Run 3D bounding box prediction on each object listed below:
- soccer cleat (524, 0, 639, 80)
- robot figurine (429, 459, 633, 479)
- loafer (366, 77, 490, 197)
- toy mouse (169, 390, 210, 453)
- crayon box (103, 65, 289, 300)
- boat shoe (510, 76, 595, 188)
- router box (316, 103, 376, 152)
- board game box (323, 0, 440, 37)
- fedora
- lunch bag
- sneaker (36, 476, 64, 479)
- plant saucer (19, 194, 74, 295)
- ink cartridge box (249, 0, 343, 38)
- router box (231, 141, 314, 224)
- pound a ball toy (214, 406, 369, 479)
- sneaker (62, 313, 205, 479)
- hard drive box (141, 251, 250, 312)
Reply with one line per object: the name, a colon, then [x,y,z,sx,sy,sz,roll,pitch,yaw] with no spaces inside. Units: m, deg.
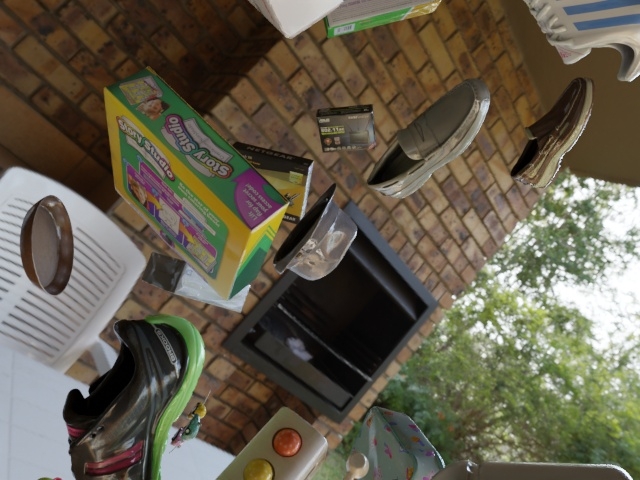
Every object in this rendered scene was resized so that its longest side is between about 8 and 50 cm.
soccer cleat: [0.381,-0.367,0.744,0.331,0.143,0.116,32,29,8]
robot figurine: [0.269,0.381,0.586,0.300,0.354,0.199,-4,87,-69]
loafer: [0.211,-0.198,0.980,0.112,0.319,0.112,1,54,-32]
toy mouse: [-0.320,0.460,1.152,0.031,0.161,0.143,39,25,-10]
crayon box: [-0.251,-0.090,0.929,0.363,0.106,0.313,44,-33,8]
boat shoe: [0.497,-0.232,1.047,0.095,0.257,0.095,11,34,-2]
router box: [0.058,-0.244,1.048,0.038,0.123,0.092,-82,165,-47]
board game box: [0.094,-0.615,0.994,0.064,0.243,0.316,-99,176,-85]
fedora: [0.000,0.000,1.220,0.124,0.275,0.243,37,21,-12]
lunch bag: [0.171,0.550,1.147,0.108,0.223,0.279,17,4,-17]
sneaker: [-0.626,0.596,1.128,0.082,0.094,0.209,4,1,-45]
plant saucer: [-0.454,0.009,0.795,0.029,0.168,0.168,-3,0,-7]
ink cartridge box: [-0.076,-0.382,0.614,0.158,0.092,0.217,56,3,-48]
router box: [-0.196,-0.215,1.805,0.309,0.242,0.081,14,30,7]
pound a ball toy: [-0.071,0.467,0.906,0.208,0.319,0.135,31,-41,25]
sneaker: [-0.383,0.361,0.873,0.202,0.482,0.185,24,-12,-37]
hard drive box: [-0.347,0.117,1.347,0.181,0.089,0.232,10,-11,43]
